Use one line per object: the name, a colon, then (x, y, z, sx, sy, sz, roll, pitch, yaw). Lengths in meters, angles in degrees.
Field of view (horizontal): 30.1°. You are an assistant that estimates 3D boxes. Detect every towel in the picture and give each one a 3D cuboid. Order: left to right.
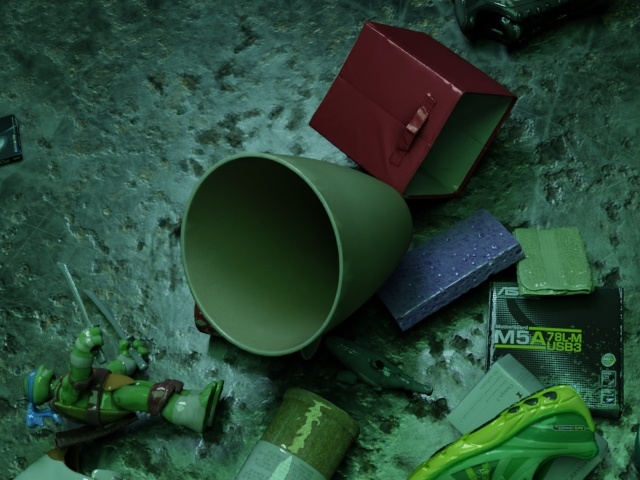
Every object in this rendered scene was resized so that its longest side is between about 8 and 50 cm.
towel: (0.331, 0.029, 1.704, 0.110, 0.027, 0.148, -3, 38, 4)

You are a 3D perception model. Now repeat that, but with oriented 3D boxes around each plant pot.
plant pot: (0.000, 0.000, 1.583, 0.256, 0.274, 0.257, 7, 102, 35)

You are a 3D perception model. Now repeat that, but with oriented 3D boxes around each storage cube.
storage cube: (0.137, -0.189, 1.750, 0.193, 0.215, 0.184, 40, 113, 24)

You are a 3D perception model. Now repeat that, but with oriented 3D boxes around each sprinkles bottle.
sprinkles bottle: (-0.080, 0.371, 1.569, 0.121, 0.121, 0.355, 24, 69, 19)

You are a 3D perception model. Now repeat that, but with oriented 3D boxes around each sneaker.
sneaker: (-0.294, 0.384, 1.604, 0.123, 0.106, 0.290, -42, 64, -10)
sneaker: (0.208, 0.292, 1.462, 0.295, 0.109, 0.124, -35, 80, 20)
sneaker: (0.341, -0.375, 1.898, 0.276, 0.098, 0.135, -3, 63, 10)

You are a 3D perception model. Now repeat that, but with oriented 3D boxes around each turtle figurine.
turtle figurine: (-0.265, 0.160, 1.658, 0.266, 0.198, 0.275, 15, 54, 3)

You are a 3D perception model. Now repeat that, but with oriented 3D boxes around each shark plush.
shark plush: (0.078, 0.186, 1.669, 0.161, 0.067, 0.073, 36, 73, 23)

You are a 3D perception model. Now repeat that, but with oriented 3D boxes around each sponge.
sponge: (0.179, 0.039, 1.721, 0.210, 0.031, 0.117, -31, 36, -5)

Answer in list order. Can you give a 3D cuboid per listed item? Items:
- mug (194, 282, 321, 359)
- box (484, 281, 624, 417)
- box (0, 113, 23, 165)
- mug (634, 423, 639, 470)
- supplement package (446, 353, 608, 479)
mug: (-0.082, 0.101, 1.734, 0.169, 0.150, 0.113, 8, 101, 17)
box: (0.327, 0.150, 1.663, 0.190, 0.045, 0.184, 3, 66, 11)
box: (-0.531, -0.164, 1.968, 0.067, 0.018, 0.083, -15, 62, 1)
mug: (0.488, 0.267, 1.549, 0.157, 0.097, 0.129, -21, 62, -3)
supplement package: (0.271, 0.249, 1.552, 0.179, 0.105, 0.105, 42, 103, 13)
